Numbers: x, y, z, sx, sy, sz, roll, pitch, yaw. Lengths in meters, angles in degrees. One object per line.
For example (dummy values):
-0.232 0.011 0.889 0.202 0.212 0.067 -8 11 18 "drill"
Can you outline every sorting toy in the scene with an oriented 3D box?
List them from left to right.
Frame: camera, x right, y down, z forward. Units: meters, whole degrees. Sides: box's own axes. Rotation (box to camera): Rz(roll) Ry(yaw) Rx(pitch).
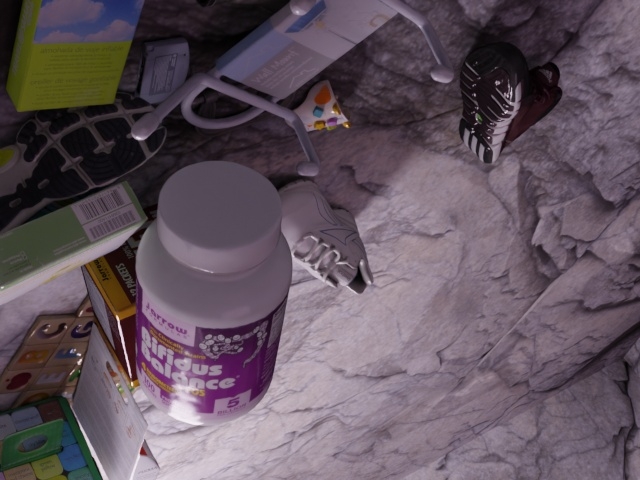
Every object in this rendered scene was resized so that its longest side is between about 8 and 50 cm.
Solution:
-0.005 -0.163 1.243 0.075 0.045 0.083 -20 156 14 "sorting toy"

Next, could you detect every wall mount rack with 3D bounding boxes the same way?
-0.027 -0.179 0.966 0.350 0.130 0.304 -33 156 28 "wall mount rack"

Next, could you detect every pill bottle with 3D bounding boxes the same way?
-0.120 0.061 1.051 0.169 0.169 0.301 -20 145 -26 "pill bottle"

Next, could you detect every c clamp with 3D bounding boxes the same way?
-0.091 -0.173 1.131 0.161 0.022 0.137 -20 153 -29 "c clamp"

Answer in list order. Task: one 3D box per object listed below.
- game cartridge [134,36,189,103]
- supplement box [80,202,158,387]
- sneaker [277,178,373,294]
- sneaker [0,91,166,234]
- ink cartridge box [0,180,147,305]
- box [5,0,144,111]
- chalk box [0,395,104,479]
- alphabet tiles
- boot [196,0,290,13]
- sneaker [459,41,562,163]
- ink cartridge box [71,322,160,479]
-0.171 -0.186 1.034 0.056 0.017 0.083 -13 146 -30 "game cartridge"
-0.201 0.061 1.264 0.191 0.129 0.194 -25 148 -20 "supplement box"
0.000 0.000 1.405 0.111 0.129 0.297 -41 151 17 "sneaker"
-0.293 -0.070 1.025 0.275 0.107 0.110 -29 171 0 "sneaker"
-0.306 0.020 1.046 0.171 0.056 0.235 -29 178 -32 "ink cartridge box"
-0.231 -0.204 0.905 0.109 0.042 0.178 -12 146 -38 "box"
-0.447 0.366 1.424 0.180 0.179 0.289 -13 150 -36 "chalk box"
-0.315 0.165 1.449 0.342 0.011 0.285 2 136 -49 "alphabet tiles"
-0.014 -0.312 0.927 0.161 0.083 0.246 -4 145 -44 "boot"
0.294 -0.236 1.403 0.162 0.106 0.281 -35 164 -11 "sneaker"
-0.292 0.253 1.396 0.066 0.189 0.232 -13 145 -38 "ink cartridge box"
